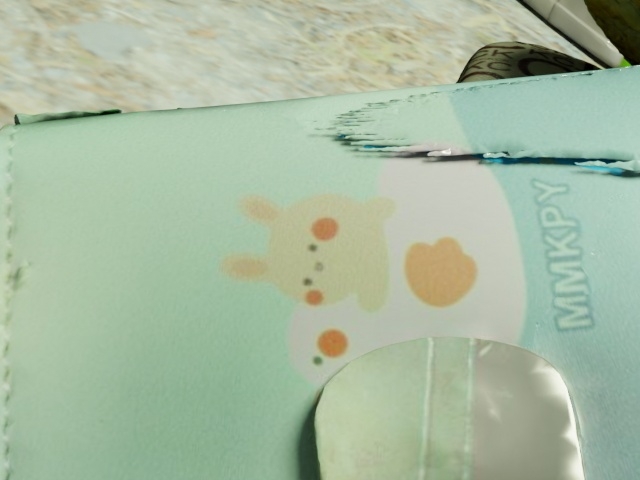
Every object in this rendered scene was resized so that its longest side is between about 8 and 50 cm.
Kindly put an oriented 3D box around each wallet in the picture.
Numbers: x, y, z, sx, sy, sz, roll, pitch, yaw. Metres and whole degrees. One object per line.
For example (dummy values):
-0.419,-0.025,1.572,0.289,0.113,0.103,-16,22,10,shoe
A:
0.033,0.030,0.425,0.250,0.075,0.176,-5,61,-1,wallet

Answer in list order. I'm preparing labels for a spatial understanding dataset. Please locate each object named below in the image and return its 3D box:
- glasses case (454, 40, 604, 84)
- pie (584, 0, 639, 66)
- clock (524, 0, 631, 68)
0.094,0.010,0.610,0.137,0.085,0.354,26,31,1,glasses case
0.235,-0.036,0.562,0.371,0.078,0.296,42,7,28,pie
0.289,-0.280,0.999,0.235,0.309,0.166,-4,39,-38,clock
